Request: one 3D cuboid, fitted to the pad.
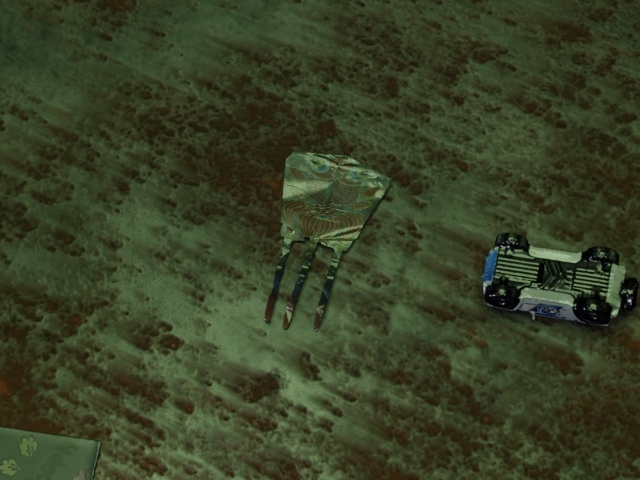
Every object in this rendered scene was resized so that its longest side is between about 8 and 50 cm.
[{"bbox_3d":[-0.346,0.321,1.866,0.170,0.006,0.246,8,67,8],"label":"pad"}]

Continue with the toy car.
[{"bbox_3d":[0.266,0.048,1.910,0.170,0.070,0.080,9,66,10],"label":"toy car"}]

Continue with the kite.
[{"bbox_3d":[0.000,-0.001,1.983,0.127,0.016,0.229,9,66,12],"label":"kite"}]
